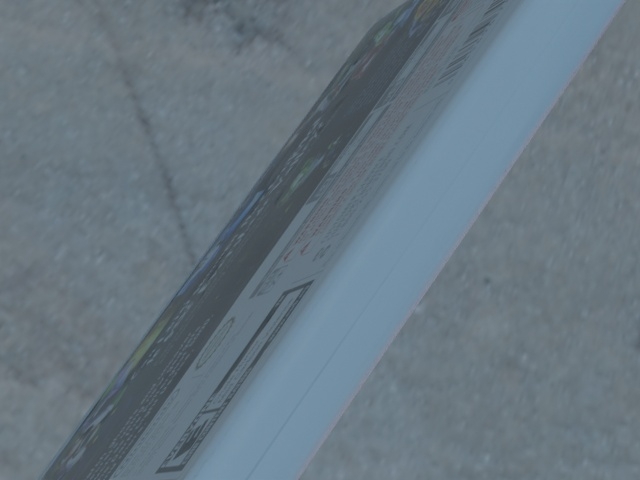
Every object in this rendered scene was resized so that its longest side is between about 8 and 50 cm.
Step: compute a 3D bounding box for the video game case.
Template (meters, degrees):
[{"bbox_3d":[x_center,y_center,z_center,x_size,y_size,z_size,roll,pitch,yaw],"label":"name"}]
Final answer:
[{"bbox_3d":[0.000,0.000,0.475,0.022,0.190,0.173,39,162,-11],"label":"video game case"}]
